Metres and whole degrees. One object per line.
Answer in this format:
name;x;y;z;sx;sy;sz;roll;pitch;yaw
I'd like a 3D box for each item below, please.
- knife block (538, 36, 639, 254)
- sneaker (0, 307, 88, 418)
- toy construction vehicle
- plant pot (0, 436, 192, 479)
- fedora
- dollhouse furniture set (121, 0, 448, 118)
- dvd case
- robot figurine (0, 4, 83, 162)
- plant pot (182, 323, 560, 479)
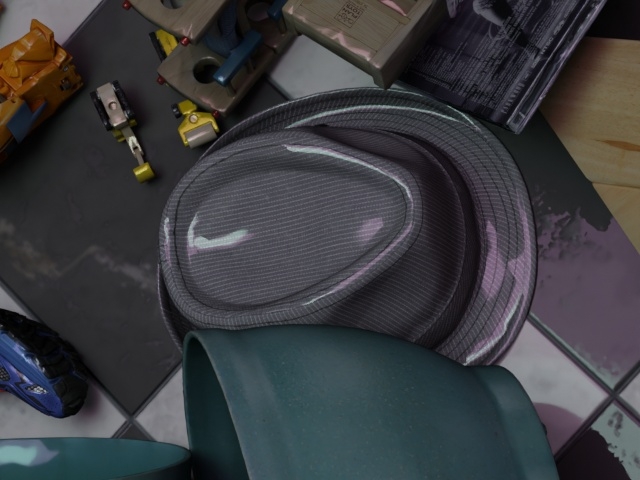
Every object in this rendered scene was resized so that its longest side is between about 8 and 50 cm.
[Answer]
knife block;0.288;-0.088;1.272;0.242;0.088;0.275;-42;66;25
sneaker;-0.262;0.086;1.472;0.221;0.083;0.087;23;94;30
toy construction vehicle;-0.120;-0.101;1.486;0.086;0.035;0.098;-28;73;0
plant pot;-0.226;0.262;1.308;0.293;0.293;0.235;-2;91;19
fedora;0.000;0.000;1.368;0.275;0.124;0.243;-4;77;18
dollhouse furniture set;-0.020;-0.142;1.393;0.184;0.129;0.129;33;76;19
dvd case;0.122;-0.164;1.350;0.164;0.018;0.221;-57;28;-1
robot figurine;-0.335;-0.081;1.486;0.291;0.085;0.211;-41;62;-15
plant pot;0.040;0.180;1.251;0.196;0.293;0.293;-12;72;-11
